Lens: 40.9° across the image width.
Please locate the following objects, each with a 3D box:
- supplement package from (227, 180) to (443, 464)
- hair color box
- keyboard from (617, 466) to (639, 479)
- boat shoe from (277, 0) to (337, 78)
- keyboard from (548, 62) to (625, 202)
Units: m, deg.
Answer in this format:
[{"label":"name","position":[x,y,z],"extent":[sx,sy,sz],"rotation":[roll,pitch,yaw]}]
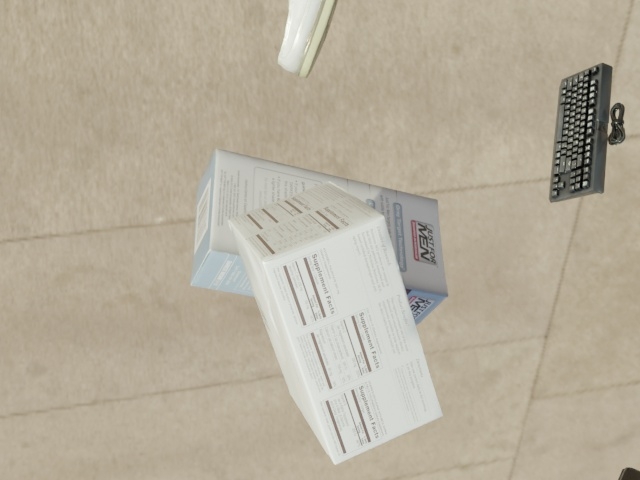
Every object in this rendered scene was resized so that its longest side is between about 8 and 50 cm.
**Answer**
[{"label":"supplement package","position":[0.014,0.088,1.030],"extent":[0.145,0.204,0.261],"rotation":[-21,110,-11]},{"label":"hair color box","position":[0.000,0.000,1.319],"extent":[0.375,0.185,0.113],"rotation":[11,145,-18]},{"label":"keyboard","position":[0.604,0.476,1.336],"extent":[0.201,0.317,0.033],"rotation":[-31,135,-53]},{"label":"boat shoe","position":[-0.016,-0.350,1.034],"extent":[0.103,0.113,0.302],"rotation":[14,90,-4]},{"label":"keyboard","position":[0.337,-0.139,1.086],"extent":[0.023,0.180,0.108],"rotation":[23,157,-35]}]
